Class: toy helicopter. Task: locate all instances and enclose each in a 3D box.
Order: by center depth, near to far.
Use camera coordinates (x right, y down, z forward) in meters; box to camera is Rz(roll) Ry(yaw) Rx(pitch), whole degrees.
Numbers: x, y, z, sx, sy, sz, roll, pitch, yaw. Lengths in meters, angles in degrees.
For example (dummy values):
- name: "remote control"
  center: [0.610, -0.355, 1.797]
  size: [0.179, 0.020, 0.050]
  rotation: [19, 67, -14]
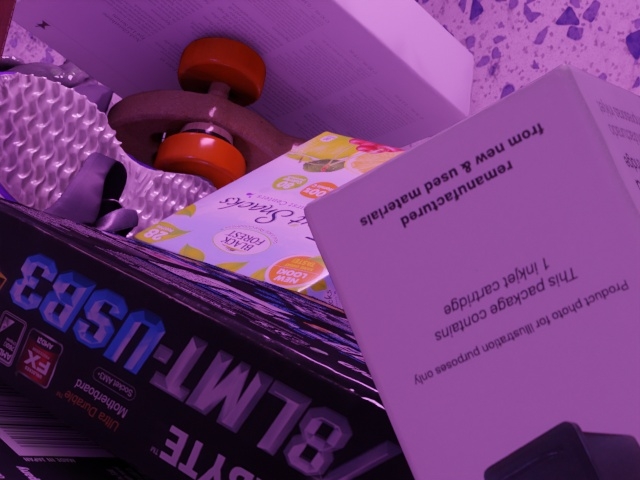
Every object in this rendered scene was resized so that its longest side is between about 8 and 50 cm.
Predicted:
- name: "toy helicopter"
  center: [-0.073, -0.043, 1.326]
  size: [0.235, 0.140, 0.355]
  rotation: [-19, -39, 42]

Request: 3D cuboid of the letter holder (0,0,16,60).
- name: "letter holder"
  center: [-0.332, -0.165, 0.940]
  size: [0.152, 0.302, 0.214]
  rotation: [15, 2, 3]

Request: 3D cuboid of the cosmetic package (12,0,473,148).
- name: "cosmetic package"
  center: [-0.073, -0.202, 1.280]
  size: [0.284, 0.097, 0.377]
  rotation: [-21, -43, 36]

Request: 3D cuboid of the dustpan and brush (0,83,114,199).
- name: "dustpan and brush"
  center: [-0.290, -0.066, 1.199]
  size: [0.060, 0.147, 0.211]
  rotation: [35, 38, 6]

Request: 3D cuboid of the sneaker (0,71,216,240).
- name: "sneaker"
  center: [-0.218, -0.050, 1.087]
  size: [0.146, 0.102, 0.293]
  rotation: [10, -16, 34]

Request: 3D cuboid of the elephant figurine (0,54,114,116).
- name: "elephant figurine"
  center: [-0.363, -0.129, 1.457]
  size: [0.239, 0.186, 0.169]
  rotation: [7, 44, 33]

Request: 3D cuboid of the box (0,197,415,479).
- name: "box"
  center: [0.007, 0.073, 0.587]
  size: [0.295, 0.073, 0.293]
  rotation: [22, 0, 38]

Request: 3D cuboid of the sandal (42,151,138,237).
- name: "sandal"
  center: [-0.165, 0.007, 0.894]
  size: [0.054, 0.097, 0.254]
  rotation: [25, 15, -6]

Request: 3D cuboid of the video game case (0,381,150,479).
- name: "video game case"
  center: [-0.146, 0.091, 0.409]
  size: [0.248, 0.035, 0.275]
  rotation: [10, 9, -39]

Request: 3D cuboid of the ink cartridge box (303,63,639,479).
- name: "ink cartridge box"
  center: [0.099, 0.068, 0.375]
  size: [0.087, 0.208, 0.153]
  rotation: [-28, -13, 25]

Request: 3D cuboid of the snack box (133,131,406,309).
- name: "snack box"
  center: [0.000, 0.000, 0.942]
  size: [0.174, 0.070, 0.207]
  rotation: [16, 38, 42]
